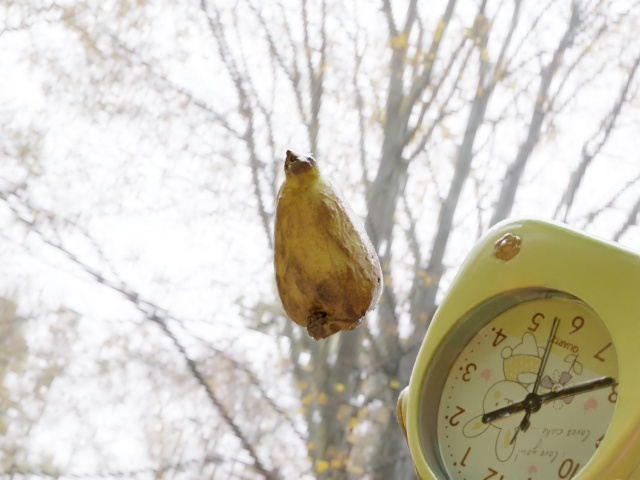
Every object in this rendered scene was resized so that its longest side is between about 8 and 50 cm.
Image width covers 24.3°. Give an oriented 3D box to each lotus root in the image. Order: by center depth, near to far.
[{"bbox_3d":[0.000,0.000,1.479,0.108,0.094,0.191,-11,-88,18],"label":"lotus root"}]

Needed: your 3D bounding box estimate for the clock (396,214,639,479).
[{"bbox_3d":[0.124,0.107,0.862,0.170,0.232,0.069,25,-5,45],"label":"clock"}]
